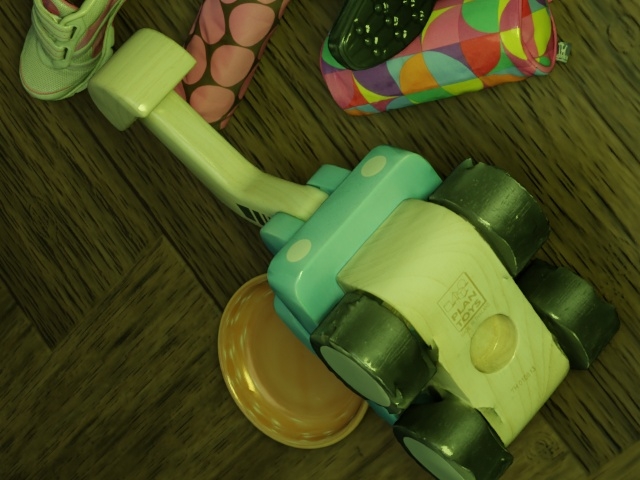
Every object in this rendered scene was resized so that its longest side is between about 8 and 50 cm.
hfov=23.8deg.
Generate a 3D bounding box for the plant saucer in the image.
[{"bbox_3d":[-0.022,0.127,1.654,0.200,0.037,0.200,9,107,30],"label":"plant saucer"}]

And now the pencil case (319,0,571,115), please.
[{"bbox_3d":[0.117,-0.185,1.454,0.236,0.104,0.104,-9,97,32],"label":"pencil case"}]

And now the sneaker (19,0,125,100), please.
[{"bbox_3d":[-0.279,-0.257,1.675,0.103,0.111,0.252,43,121,16],"label":"sneaker"}]

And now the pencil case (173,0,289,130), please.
[{"bbox_3d":[-0.101,-0.219,1.585,0.098,0.095,0.209,36,121,10],"label":"pencil case"}]

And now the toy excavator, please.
[{"bbox_3d":[0.000,0.000,1.468,0.445,0.222,0.433,20,154,53],"label":"toy excavator"}]

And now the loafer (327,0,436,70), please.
[{"bbox_3d":[0.071,-0.242,1.414,0.078,0.223,0.076,3,141,50],"label":"loafer"}]
